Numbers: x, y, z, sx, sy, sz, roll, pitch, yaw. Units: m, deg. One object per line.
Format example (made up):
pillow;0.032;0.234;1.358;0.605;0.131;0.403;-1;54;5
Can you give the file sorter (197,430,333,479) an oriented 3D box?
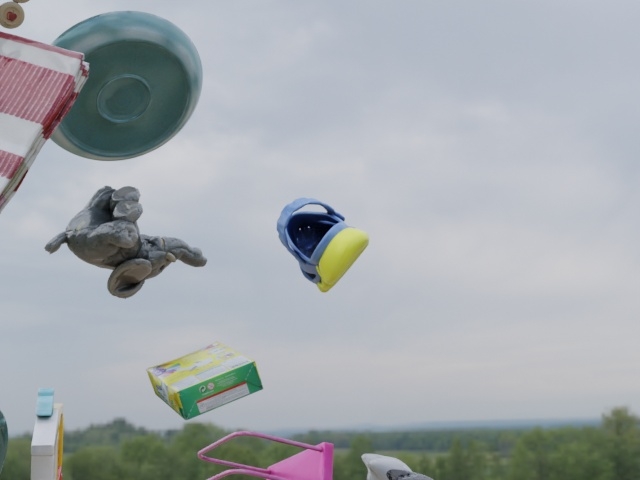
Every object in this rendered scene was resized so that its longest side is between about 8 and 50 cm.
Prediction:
file sorter;-0.112;0.484;1.654;0.182;0.290;0.202;18;-32;-26

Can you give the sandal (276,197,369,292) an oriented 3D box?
sandal;0.000;0.000;1.642;0.138;0.126;0.317;38;-9;4

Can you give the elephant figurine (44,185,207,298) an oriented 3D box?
elephant figurine;-0.359;0.024;1.890;0.186;0.169;0.239;3;-37;25

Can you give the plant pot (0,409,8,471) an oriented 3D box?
plant pot;-0.466;0.215;1.067;0.196;0.293;0.293;19;-5;23

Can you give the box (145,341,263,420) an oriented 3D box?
box;-0.151;0.171;1.249;0.105;0.043;0.179;-20;12;-20

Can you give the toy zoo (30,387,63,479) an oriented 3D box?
toy zoo;-0.368;0.342;1.341;0.030;0.293;0.192;2;6;-11

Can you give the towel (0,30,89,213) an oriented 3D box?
towel;-0.467;-0.130;1.277;0.237;0.329;0.037;18;-23;18

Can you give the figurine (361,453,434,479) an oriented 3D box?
figurine;0.146;0.322;1.171;0.209;0.092;0.215;35;-9;-7

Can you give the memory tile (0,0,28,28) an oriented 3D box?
memory tile;-0.448;-0.355;1.319;0.148;0.113;0.012;19;8;-36

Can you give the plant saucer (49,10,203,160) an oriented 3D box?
plant saucer;-0.360;-0.265;1.808;0.318;0.043;0.317;-16;-45;-16
